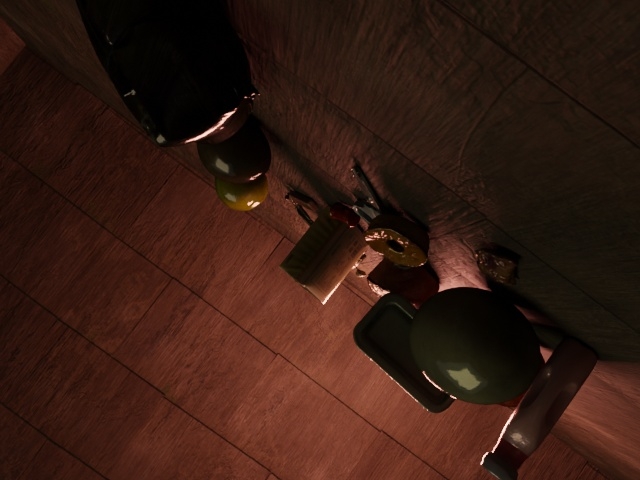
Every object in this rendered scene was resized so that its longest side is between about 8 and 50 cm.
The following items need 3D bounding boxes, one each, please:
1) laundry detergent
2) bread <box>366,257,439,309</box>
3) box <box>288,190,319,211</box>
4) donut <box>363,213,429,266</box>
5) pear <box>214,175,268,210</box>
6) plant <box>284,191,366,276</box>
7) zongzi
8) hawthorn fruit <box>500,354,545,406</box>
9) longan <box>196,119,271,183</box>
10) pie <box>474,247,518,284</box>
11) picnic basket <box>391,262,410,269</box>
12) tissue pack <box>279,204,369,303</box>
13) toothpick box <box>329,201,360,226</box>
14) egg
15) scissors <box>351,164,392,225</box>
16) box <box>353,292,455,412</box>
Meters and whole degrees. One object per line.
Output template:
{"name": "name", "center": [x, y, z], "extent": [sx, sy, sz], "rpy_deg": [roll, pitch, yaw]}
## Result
{"name": "laundry detergent", "center": [0.469, 0.369, 1.483], "extent": [0.087, 0.335, 0.159], "rpy_deg": [33, 172, 25]}
{"name": "bread", "center": [0.229, 0.120, 1.929], "extent": [0.190, 0.123, 0.244], "rpy_deg": [33, 173, 15]}
{"name": "box", "center": [-0.051, -0.121, 2.109], "extent": [0.115, 0.025, 0.048], "rpy_deg": [28, 164, 51]}
{"name": "donut", "center": [0.170, -0.004, 1.506], "extent": [0.151, 0.058, 0.152], "rpy_deg": [19, 157, 8]}
{"name": "pear", "center": [-0.263, -0.199, 2.174], "extent": [0.216, 0.166, 0.180], "rpy_deg": [60, -178, -11]}
{"name": "plant", "center": [0.028, -0.020, 2.274], "extent": [0.251, 0.180, 0.334], "rpy_deg": [34, -145, -87]}
{"name": "zongzi", "center": [-0.276, -0.354, 1.132], "extent": [0.432, 0.207, 0.403], "rpy_deg": [55, -178, -5]}
{"name": "hawthorn fruit", "center": [0.465, 0.305, 1.768], "extent": [0.225, 0.196, 0.196], "rpy_deg": [54, 165, -30]}
{"name": "longan", "center": [-0.202, -0.216, 1.663], "extent": [0.184, 0.159, 0.204], "rpy_deg": [35, -173, 12]}
{"name": "pie", "center": [0.329, 0.047, 1.286], "extent": [0.092, 0.034, 0.170], "rpy_deg": [29, 172, 24]}
{"name": "picnic basket", "center": [0.205, 0.033, 1.739], "extent": [0.083, 0.065, 0.083], "rpy_deg": [45, -164, 4]}
{"name": "tissue pack", "center": [0.016, 0.041, 1.982], "extent": [0.125, 0.234, 0.159], "rpy_deg": [34, 173, 35]}
{"name": "toothpick box", "center": [0.065, -0.068, 1.793], "extent": [0.083, 0.047, 0.047], "rpy_deg": [27, 169, 50]}
{"name": "egg", "center": [0.343, 0.236, 1.569], "extent": [0.258, 0.258, 0.352], "rpy_deg": [40, 175, -26]}
{"name": "scissors", "center": [0.116, -0.078, 1.530], "extent": [0.191, 0.029, 0.360], "rpy_deg": [35, 174, 26]}
{"name": "box", "center": [0.237, 0.287, 1.825], "extent": [0.312, 0.175, 0.182], "rpy_deg": [42, 177, 1]}
